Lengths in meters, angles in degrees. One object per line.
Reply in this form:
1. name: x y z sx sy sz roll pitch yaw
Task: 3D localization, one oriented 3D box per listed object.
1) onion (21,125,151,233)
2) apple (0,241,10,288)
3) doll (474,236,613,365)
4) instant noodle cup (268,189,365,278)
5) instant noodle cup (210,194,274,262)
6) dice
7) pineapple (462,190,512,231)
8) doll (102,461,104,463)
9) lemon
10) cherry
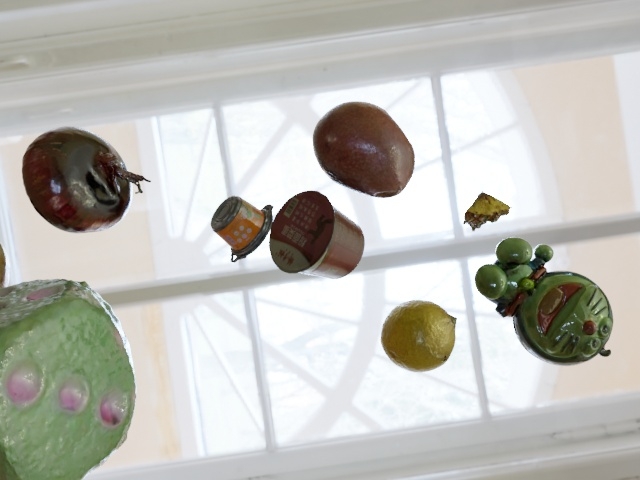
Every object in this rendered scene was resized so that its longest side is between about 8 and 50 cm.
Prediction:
1. onion: -0.535 -0.148 1.590 0.273 0.285 0.273 43 36 -44
2. apple: -0.986 0.097 1.875 0.163 0.292 0.252 119 -28 -78
3. doll: 0.476 0.135 1.448 0.322 0.198 0.186 44 -4 9
4. instant noodle cup: 0.000 0.000 1.890 0.178 0.234 0.235 25 47 -45
5. instant noodle cup: -0.245 -0.053 2.046 0.125 0.177 0.208 39 62 -30
6. dice: -0.548 0.266 1.257 0.330 0.318 0.323 -35 117 -56
7. pineapple: 0.349 -0.059 1.518 0.114 0.114 0.077 119 -45 -59
8. doll: -0.639 0.516 1.939 0.156 0.201 0.303 30 34 -34
9. lemon: 0.304 0.302 2.168 0.253 0.228 0.229 -35 -121 59
10. cherry: 0.114 -0.224 1.734 0.307 0.221 0.261 44 10 36
